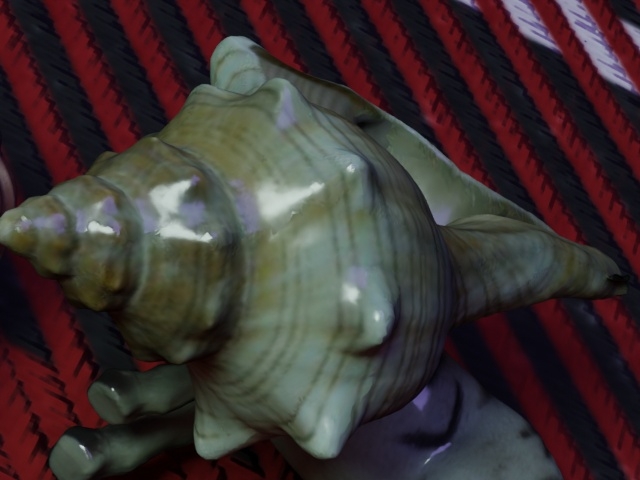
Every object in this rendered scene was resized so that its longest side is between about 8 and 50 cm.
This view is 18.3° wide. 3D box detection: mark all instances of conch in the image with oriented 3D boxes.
[{"bbox_3d":[-0.013,0.003,0.621,0.137,0.114,0.234,50,18,14],"label":"conch"}]

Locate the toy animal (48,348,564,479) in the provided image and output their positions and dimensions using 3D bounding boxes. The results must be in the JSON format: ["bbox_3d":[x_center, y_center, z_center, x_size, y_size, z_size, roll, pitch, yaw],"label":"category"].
[{"bbox_3d":[-0.013,0.051,0.693,0.170,0.090,0.255,-9,63,-35],"label":"toy animal"}]

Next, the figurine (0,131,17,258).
[{"bbox_3d":[-0.155,0.001,0.644,0.114,0.126,0.157,-15,50,16],"label":"figurine"}]
